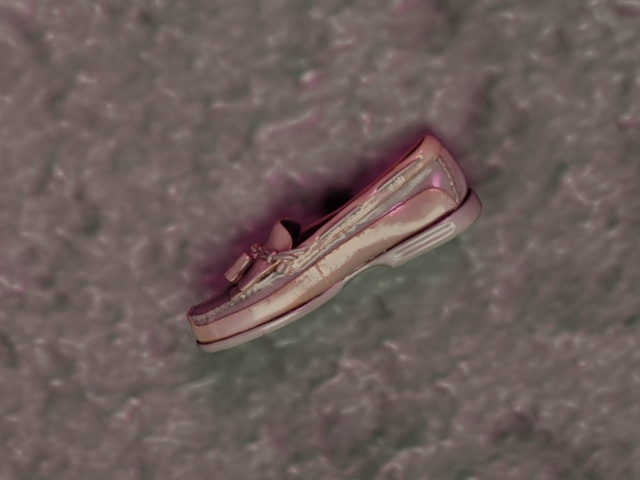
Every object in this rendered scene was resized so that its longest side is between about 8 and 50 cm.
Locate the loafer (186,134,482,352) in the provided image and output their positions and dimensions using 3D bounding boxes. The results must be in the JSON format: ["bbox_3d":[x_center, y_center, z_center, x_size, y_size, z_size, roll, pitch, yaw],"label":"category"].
[{"bbox_3d":[0.000,0.000,0.742,0.125,0.045,0.039,-27,107,7],"label":"loafer"}]
